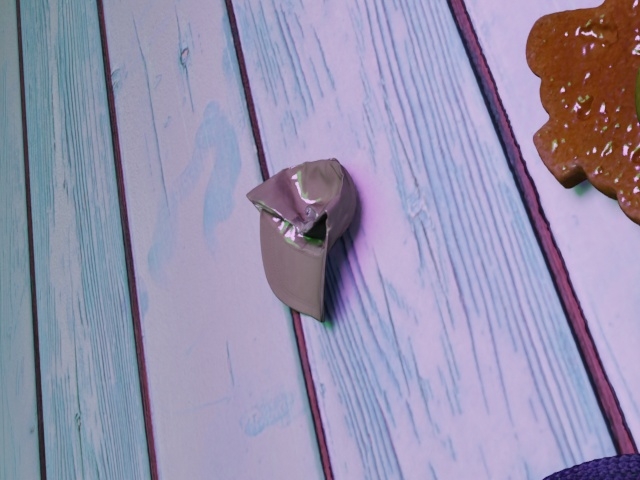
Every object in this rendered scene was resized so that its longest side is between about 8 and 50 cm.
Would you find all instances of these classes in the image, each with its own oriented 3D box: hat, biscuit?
[{"bbox_3d":[0.000,0.000,1.180,0.166,0.144,0.173,20,139,50],"label":"hat"},{"bbox_3d":[0.319,-0.156,0.822,0.301,0.043,0.278,-42,51,34],"label":"biscuit"}]

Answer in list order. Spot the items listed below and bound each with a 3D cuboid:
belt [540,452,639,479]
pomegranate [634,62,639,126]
[{"bbox_3d":[0.255,0.256,0.726,0.230,0.126,0.140,-29,34,45],"label":"belt"},{"bbox_3d":[0.326,-0.130,0.639,0.202,0.202,0.248,32,139,51],"label":"pomegranate"}]
